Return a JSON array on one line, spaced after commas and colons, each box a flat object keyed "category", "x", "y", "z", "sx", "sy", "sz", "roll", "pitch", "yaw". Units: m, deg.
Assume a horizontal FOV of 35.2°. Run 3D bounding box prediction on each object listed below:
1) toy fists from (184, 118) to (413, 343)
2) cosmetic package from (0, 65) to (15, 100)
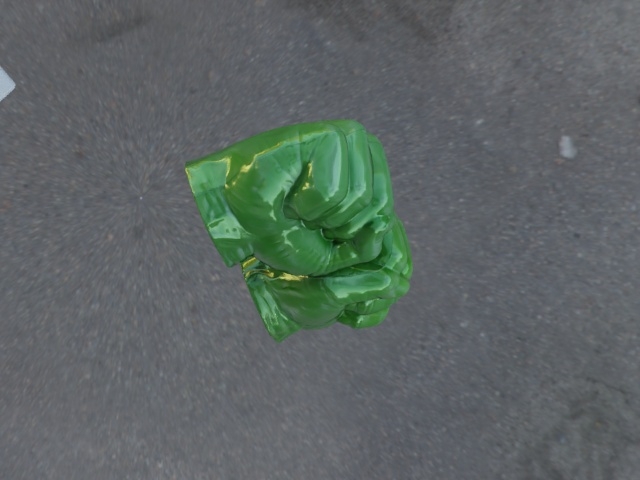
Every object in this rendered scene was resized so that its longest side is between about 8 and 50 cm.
[{"category": "toy fists", "x": 0.000, "y": 0.000, "z": 0.808, "sx": 0.142, "sy": 0.279, "sz": 0.096, "roll": -22, "pitch": 60, "yaw": 1}, {"category": "cosmetic package", "x": -0.456, "y": -0.242, "z": 0.829, "sx": 0.156, "sy": 0.217, "sz": 0.385, "roll": -46, "pitch": 133, "yaw": -11}]
